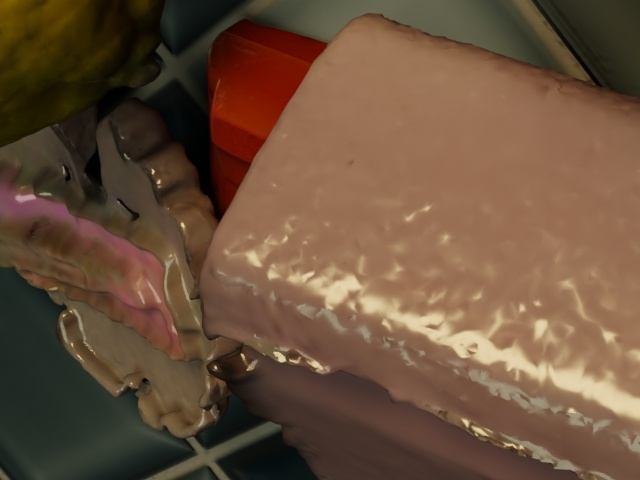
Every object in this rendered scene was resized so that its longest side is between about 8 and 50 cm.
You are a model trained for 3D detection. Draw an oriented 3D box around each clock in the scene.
[{"bbox_3d":[0.000,0.000,0.699,0.113,0.061,0.155,23,136,24],"label":"clock"}]

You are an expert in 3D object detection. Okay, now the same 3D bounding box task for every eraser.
[{"bbox_3d":[0.165,0.081,0.527,0.359,0.122,0.272,22,164,23],"label":"eraser"}]

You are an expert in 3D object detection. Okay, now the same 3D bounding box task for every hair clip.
[{"bbox_3d":[-0.146,-0.008,0.781,0.300,0.069,0.173,14,131,33],"label":"hair clip"}]

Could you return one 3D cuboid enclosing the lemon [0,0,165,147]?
[{"bbox_3d":[-0.155,-0.126,0.614,0.231,0.192,0.192,40,137,0],"label":"lemon"}]
